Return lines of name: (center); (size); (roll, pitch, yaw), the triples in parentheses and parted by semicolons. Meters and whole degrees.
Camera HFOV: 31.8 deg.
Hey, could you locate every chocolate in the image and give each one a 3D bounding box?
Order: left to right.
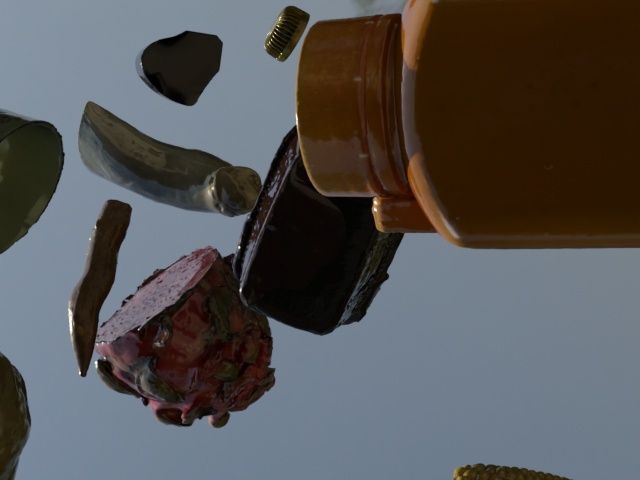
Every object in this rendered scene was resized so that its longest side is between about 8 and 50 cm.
chocolate: (-0.240, -0.295, 1.920); (0.149, 0.080, 0.125); (-24, -68, -21)

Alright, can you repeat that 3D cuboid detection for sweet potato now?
sweet potato: (-0.356, 0.070, 1.764); (0.059, 0.067, 0.281); (15, -116, -5)

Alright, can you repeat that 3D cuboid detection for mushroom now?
mushroom: (-0.287, -0.137, 2.207); (0.397, 0.177, 0.126); (22, -114, 13)

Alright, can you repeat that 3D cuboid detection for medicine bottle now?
medicine bottle: (0.107, -0.077, 0.606); (0.112, 0.222, 0.149); (-48, -46, -62)

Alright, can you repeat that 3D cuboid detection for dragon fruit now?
dragon fruit: (-0.214, 0.197, 1.903); (0.263, 0.296, 0.314); (55, -150, -15)

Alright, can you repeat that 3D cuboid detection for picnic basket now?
picnic basket: (0.000, 0.000, 1.555); (0.223, 0.296, 0.129); (23, -159, 0)

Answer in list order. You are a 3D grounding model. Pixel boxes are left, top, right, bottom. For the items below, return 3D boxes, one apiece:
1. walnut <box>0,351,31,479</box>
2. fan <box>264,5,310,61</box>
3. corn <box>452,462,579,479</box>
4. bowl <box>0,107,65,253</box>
walnut: (-0.441, 0.171, 1.076); (0.277, 0.253, 0.282); (34, -175, 26)
fan: (-0.057, -0.314, 1.693); (0.039, 0.082, 0.155); (28, -173, -12)
corn: (0.282, 0.299, 1.165); (0.305, 0.106, 0.106); (16, -148, 4)
bowl: (-0.444, -0.089, 1.472); (0.112, 0.211, 0.211); (32, -154, 14)
